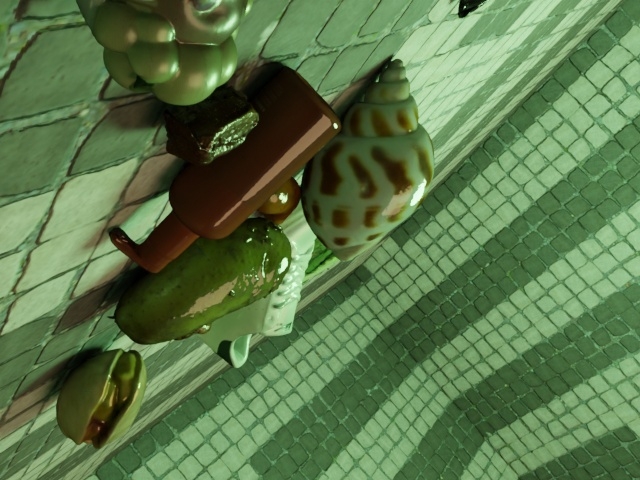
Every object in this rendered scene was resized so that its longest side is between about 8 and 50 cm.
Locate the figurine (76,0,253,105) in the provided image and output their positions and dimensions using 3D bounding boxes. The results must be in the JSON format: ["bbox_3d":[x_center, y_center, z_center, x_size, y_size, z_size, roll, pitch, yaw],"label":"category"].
[{"bbox_3d":[-0.052,-0.148,0.293,0.197,0.093,0.147,-50,179,43],"label":"figurine"}]

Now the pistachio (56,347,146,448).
[{"bbox_3d":[-0.324,0.226,0.989,0.145,0.117,0.200,-88,-158,-44],"label":"pistachio"}]

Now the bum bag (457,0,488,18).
[{"bbox_3d":[0.195,-0.314,0.808,0.058,0.034,0.124,-32,171,-3],"label":"bum bag"}]

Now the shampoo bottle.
[{"bbox_3d":[-0.091,-0.059,0.650,0.244,0.085,0.085,-41,173,9],"label":"shampoo bottle"}]

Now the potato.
[{"bbox_3d":[-0.149,0.049,0.850,0.251,0.113,0.149,-23,176,-20],"label":"potato"}]

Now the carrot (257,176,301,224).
[{"bbox_3d":[-0.058,-0.057,0.927,0.271,0.062,0.066,50,55,-86],"label":"carrot"}]

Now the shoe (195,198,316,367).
[{"bbox_3d":[-0.084,0.079,1.151,0.363,0.160,0.132,-44,174,21],"label":"shoe"}]

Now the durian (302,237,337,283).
[{"bbox_3d":[0.005,0.005,1.372,0.375,0.106,0.132,-42,170,11],"label":"durian"}]

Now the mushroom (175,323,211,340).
[{"bbox_3d":[-0.191,0.107,1.043,0.127,0.087,0.127,-37,169,-8],"label":"mushroom"}]

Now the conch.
[{"bbox_3d":[0.064,-0.104,0.916,0.274,0.183,0.149,-63,153,4],"label":"conch"}]

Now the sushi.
[{"bbox_3d":[-0.091,-0.096,0.547,0.052,0.055,0.120,-60,173,35],"label":"sushi"}]
